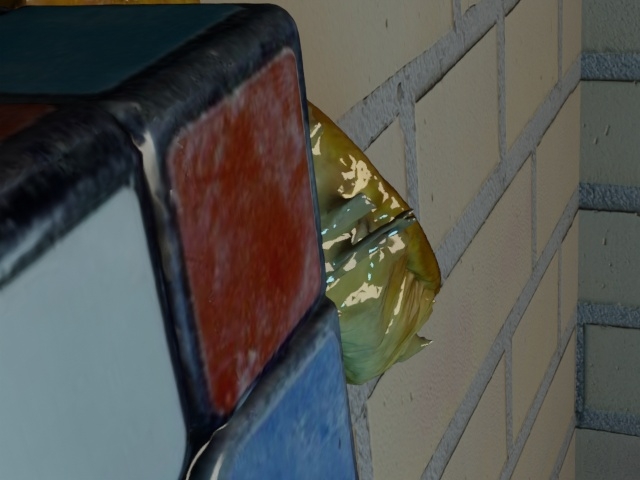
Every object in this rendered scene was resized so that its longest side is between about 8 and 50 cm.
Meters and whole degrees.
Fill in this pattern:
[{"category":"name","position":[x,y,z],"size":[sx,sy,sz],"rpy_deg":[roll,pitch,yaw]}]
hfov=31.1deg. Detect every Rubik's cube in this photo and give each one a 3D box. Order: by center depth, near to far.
[{"category":"Rubik's cube","position":[-0.186,0.081,0.520],"size":[0.316,0.318,0.313],"rpy_deg":[-49,138,-55]}]

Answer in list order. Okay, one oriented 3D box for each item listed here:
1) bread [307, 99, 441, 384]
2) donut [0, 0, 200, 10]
[{"category":"bread","position":[-0.011,-0.006,1.061],"size":[0.183,0.236,0.388],"rpy_deg":[-59,161,-14]},{"category":"donut","position":[-0.165,-0.081,0.772],"size":[0.277,0.108,0.277],"rpy_deg":[1,90,-72]}]
